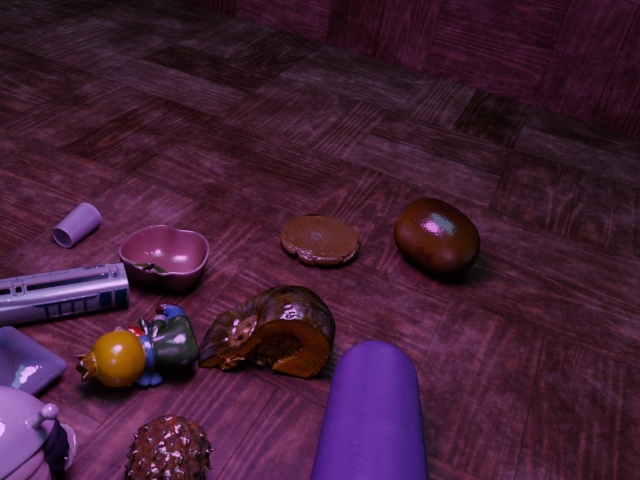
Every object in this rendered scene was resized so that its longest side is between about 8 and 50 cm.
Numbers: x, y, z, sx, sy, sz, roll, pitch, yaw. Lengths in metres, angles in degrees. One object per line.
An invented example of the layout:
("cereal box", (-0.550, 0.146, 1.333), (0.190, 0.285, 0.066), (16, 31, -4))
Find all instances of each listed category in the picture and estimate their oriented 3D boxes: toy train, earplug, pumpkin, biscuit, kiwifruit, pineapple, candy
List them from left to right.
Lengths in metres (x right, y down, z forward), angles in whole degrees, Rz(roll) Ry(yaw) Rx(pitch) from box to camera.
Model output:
("candy", (-0.601, 0.241, 1.253), (0.174, 0.071, 0.138), (25, 39, 19))
("toy train", (-0.625, 0.131, 1.391), (0.407, 0.086, 0.088), (-9, 45, -23))
("pineapple", (-0.254, 0.442, 1.025), (0.170, 0.141, 0.310), (27, 39, -19))
("pumpkin", (-0.100, 0.218, 1.403), (0.280, 0.190, 0.139), (-29, 32, 20))
("biscuit", (0.000, 0.000, 1.758), (0.226, 0.042, 0.226), (8, 36, -6))
("earplug", (0.093, 0.358, 1.162), (0.215, 0.215, 0.456), (11, 33, 1))
("kiwifruit", (0.315, -0.005, 1.722), (0.196, 0.196, 0.234), (-25, 55, -39))

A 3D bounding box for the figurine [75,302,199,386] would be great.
("figurine", (-0.378, 0.212, 1.315), (0.234, 0.127, 0.185), (-16, 38, -17))

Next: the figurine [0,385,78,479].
("figurine", (-0.590, 0.336, 1.006), (0.361, 0.211, 0.253), (8, 36, -1))

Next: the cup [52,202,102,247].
("cup", (-0.629, -0.038, 1.641), (0.104, 0.074, 0.116), (0, 34, 27))

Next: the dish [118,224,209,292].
("dish", (-0.373, 0.055, 1.551), (0.213, 0.090, 0.213), (8, 33, -5))
